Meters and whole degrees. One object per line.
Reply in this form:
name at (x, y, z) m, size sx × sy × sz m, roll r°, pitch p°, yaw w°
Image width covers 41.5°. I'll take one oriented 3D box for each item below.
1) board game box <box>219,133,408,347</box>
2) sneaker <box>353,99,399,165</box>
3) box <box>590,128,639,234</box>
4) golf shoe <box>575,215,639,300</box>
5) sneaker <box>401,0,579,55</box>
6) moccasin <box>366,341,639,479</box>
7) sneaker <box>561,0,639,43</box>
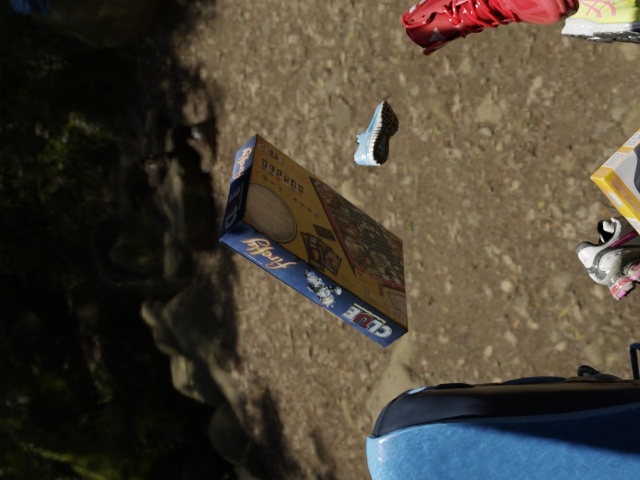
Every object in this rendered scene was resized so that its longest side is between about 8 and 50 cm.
board game box at (0.000, 0.000, 0.987) m, size 0.042 × 0.243 × 0.165 m, roll -40°, pitch 28°, yaw 30°
sneaker at (0.101, -0.212, 1.659) m, size 0.073 × 0.063 × 0.162 m, roll -10°, pitch 44°, yaw 36°
box at (0.326, -0.076, 0.777) m, size 0.081 × 0.136 × 0.028 m, roll 45°, pitch -178°, yaw -12°
golf shoe at (0.379, -0.007, 1.013) m, size 0.086 × 0.186 × 0.067 m, roll 45°, pitch 141°, yaw 16°
sneaker at (0.165, -0.228, 0.868) m, size 0.087 × 0.128 × 0.221 m, roll 51°, pitch -179°, yaw -19°
moccasin at (0.209, 0.138, 0.641) m, size 0.117 × 0.342 × 0.137 m, roll -64°, pitch -22°, yaw -69°
sneaker at (0.391, -0.308, 1.103) m, size 0.208 × 0.082 × 0.094 m, roll -143°, pitch 62°, yaw -65°
